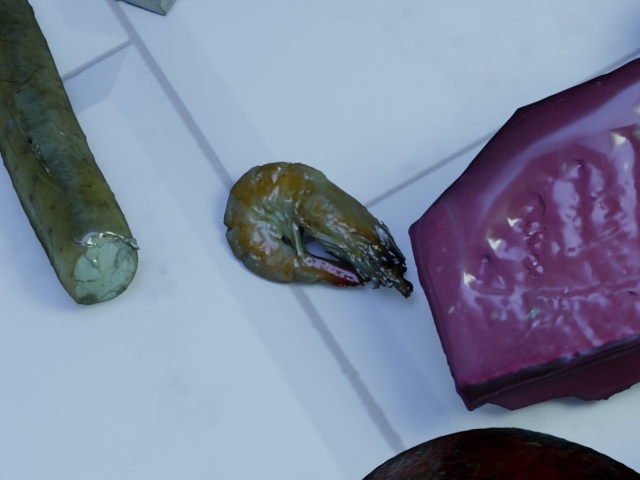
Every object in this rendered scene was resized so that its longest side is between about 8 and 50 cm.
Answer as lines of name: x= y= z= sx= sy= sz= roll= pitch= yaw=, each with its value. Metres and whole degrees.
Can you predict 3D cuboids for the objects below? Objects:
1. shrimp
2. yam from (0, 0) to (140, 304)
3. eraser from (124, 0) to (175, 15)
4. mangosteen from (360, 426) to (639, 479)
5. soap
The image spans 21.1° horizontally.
shrimp: x=0.000 y=0.000 z=1.418 sx=0.190 sy=0.042 sz=0.101 roll=29 pitch=90 yaw=25
yam: x=-0.251 y=-0.103 z=1.513 sx=0.083 sy=0.083 sz=0.371 roll=-26 pitch=56 yaw=-4
eraser: x=-0.153 y=-0.257 z=1.611 sx=0.063 sy=0.027 sz=0.084 roll=22 pitch=66 yaw=22
mangosteen: x=0.131 y=0.271 z=1.113 sx=0.306 sy=0.359 sz=0.306 roll=1 pitch=93 yaw=20
soap: x=0.234 y=-0.012 z=1.271 sx=0.325 sy=0.127 sz=0.220 roll=-20 pitch=73 yaw=14
